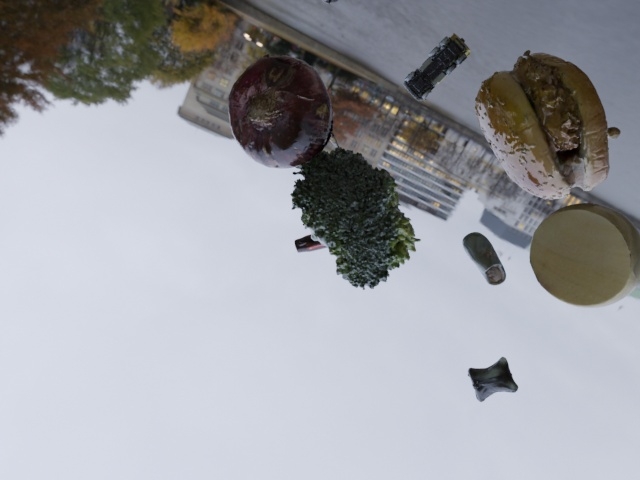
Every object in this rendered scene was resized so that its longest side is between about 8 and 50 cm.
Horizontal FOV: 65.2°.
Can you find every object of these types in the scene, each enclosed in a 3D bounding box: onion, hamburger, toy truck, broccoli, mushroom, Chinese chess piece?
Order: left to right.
[{"bbox_3d":[-0.083,-0.281,1.110,0.246,0.246,0.190,35,-150,21],"label":"onion"},{"bbox_3d":[0.122,-0.025,1.213,0.397,0.275,0.353,52,-143,-36],"label":"broccoli"},{"bbox_3d":[0.377,-0.555,1.608,0.098,0.227,0.114,46,-158,-2],"label":"toy truck"},{"bbox_3d":[0.604,-0.341,1.380,0.287,0.268,0.445,43,-155,-71],"label":"hamburger"},{"bbox_3d":[0.630,0.035,1.190,0.097,0.251,0.251,-9,-142,-38],"label":"Chinese chess piece"},{"bbox_3d":[0.851,-0.256,1.606,0.068,0.306,0.043,5,-117,-3],"label":"mushroom"}]

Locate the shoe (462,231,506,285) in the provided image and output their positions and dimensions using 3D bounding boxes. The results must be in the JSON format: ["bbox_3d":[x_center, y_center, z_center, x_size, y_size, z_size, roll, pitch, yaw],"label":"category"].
[{"bbox_3d":[0.507,0.063,1.516,0.195,0.079,0.078,54,-172,-17],"label":"shoe"}]

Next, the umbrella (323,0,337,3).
[{"bbox_3d":[-0.057,-0.613,1.035,0.326,0.090,0.094,55,-178,18],"label":"umbrella"}]

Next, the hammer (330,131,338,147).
[{"bbox_3d":[0.039,-0.298,1.480,0.078,0.021,0.201,21,155,43],"label":"hammer"}]

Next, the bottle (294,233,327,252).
[{"bbox_3d":[0.000,0.000,1.583,0.164,0.060,0.060,-14,-155,-2],"label":"bottle"}]

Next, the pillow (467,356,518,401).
[{"bbox_3d":[0.466,0.379,1.362,0.055,0.135,0.091,32,-136,-25],"label":"pillow"}]
